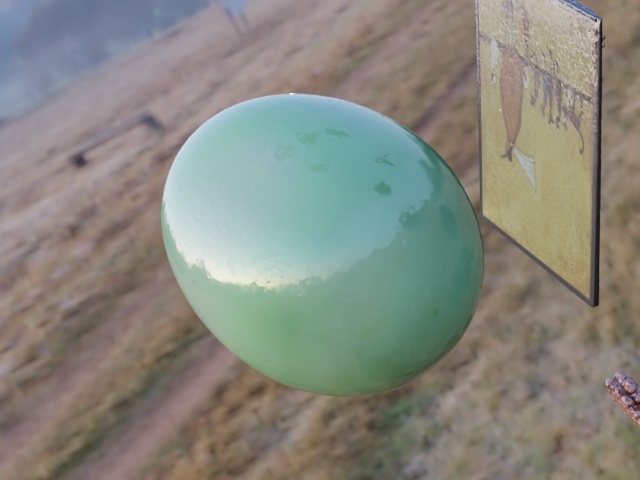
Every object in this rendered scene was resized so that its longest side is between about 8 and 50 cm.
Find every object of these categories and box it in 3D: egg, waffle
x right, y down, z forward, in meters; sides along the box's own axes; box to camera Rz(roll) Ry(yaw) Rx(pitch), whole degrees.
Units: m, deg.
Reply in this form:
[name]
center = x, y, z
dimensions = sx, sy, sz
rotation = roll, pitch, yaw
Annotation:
[egg]
center = 0.000, 0.000, 1.331
dimensions = 0.220, 0.270, 0.220
rotation = -35, -33, -26
[waffle]
center = 0.310, 0.163, 1.679
dimensions = 0.029, 0.075, 0.083
rotation = -40, 47, 2

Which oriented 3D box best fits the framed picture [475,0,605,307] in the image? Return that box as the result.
[framed picture]
center = 0.237, -0.125, 1.891
dimensions = 0.014, 0.338, 0.255
rotation = -15, 31, -19
